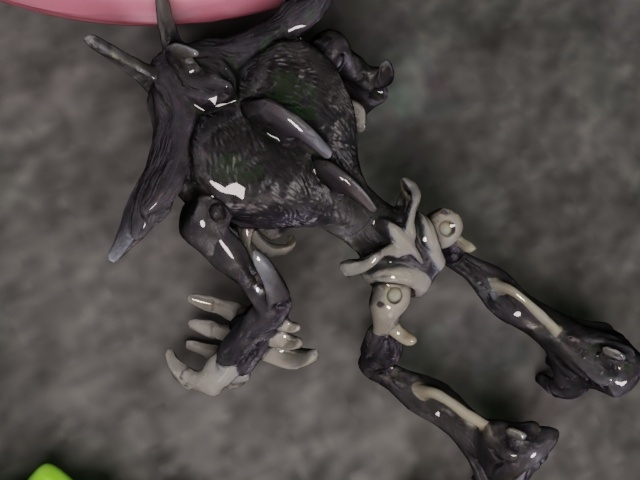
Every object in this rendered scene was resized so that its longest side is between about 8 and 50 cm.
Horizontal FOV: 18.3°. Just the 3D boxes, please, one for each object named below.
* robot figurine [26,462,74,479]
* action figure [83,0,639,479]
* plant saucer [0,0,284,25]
[{"bbox_3d":[-0.086,0.144,0.796,0.115,0.067,0.101,44,31,5],"label":"robot figurine"},{"bbox_3d":[0.000,0.000,0.848,0.275,0.141,0.164,43,63,-15],"label":"action figure"},{"bbox_3d":[-0.100,-0.226,0.924,0.332,0.084,0.332,7,58,-12],"label":"plant saucer"}]
